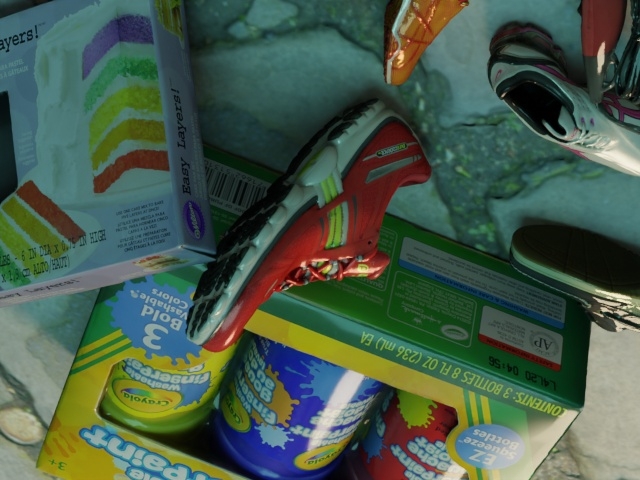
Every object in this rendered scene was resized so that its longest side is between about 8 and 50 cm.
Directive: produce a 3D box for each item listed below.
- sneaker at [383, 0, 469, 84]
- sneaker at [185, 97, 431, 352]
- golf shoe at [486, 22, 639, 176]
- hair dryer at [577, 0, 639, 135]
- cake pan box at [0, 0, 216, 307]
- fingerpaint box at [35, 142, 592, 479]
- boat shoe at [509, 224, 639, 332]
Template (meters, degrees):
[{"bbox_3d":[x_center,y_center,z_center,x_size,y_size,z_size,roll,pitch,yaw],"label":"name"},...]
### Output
[{"bbox_3d":[0.090,-0.191,1.269,0.067,0.064,0.175,11,137,-10],"label":"sneaker"},{"bbox_3d":[0.000,0.000,1.321,0.118,0.279,0.107,46,159,-11],"label":"sneaker"},{"bbox_3d":[0.213,-0.100,1.306,0.186,0.086,0.067,31,131,-17],"label":"golf shoe"},{"bbox_3d":[0.211,-0.209,1.170,0.293,0.080,0.223,45,133,-1],"label":"hair dryer"},{"bbox_3d":[-0.228,-0.079,1.335,0.267,0.245,0.070,-12,166,25],"label":"cake pan box"},{"bbox_3d":[-0.016,0.144,1.528,0.445,0.163,0.371,22,133,-6],"label":"fingerpaint box"},{"bbox_3d":[0.274,0.050,1.431,0.224,0.080,0.073,15,128,-6],"label":"boat shoe"}]
